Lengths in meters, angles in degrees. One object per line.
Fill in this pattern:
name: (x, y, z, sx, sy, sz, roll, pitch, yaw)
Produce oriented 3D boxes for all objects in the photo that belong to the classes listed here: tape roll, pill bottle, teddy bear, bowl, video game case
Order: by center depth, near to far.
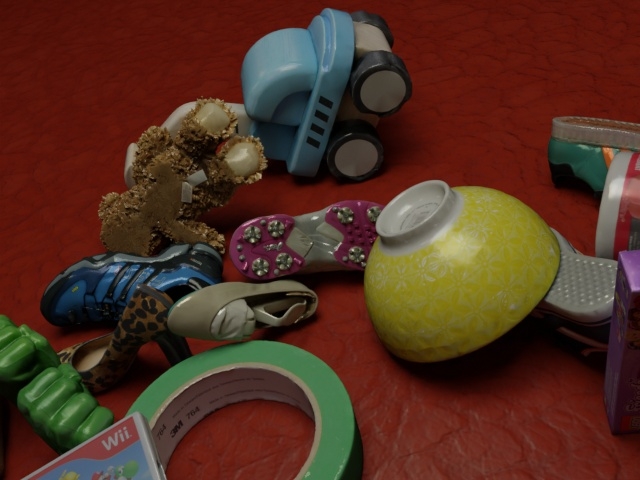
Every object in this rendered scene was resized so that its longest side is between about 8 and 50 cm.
video game case: (-0.255, 0.361, 0.913, 0.204, 0.025, 0.285, -31, 50, -1)
tape roll: (-0.108, 0.274, 1.030, 0.321, 0.077, 0.321, -9, 42, 8)
pill bottle: (0.553, -0.019, 1.085, 0.318, 0.176, 0.176, 10, 46, 26)
bowl: (0.163, 0.012, 1.104, 0.289, 0.156, 0.289, -30, 25, 16)
teddy bear: (-0.237, -0.091, 1.379, 0.245, 0.338, 0.113, 33, 18, 5)

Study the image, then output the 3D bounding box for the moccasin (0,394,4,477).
moccasin: (-0.560, 0.206, 1.186, 0.139, 0.147, 0.380, -19, 41, -5)

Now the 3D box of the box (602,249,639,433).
box: (0.428, 0.113, 0.881, 0.200, 0.293, 0.057, -7, 47, 9)

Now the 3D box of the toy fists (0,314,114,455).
toy fists: (-0.383, 0.202, 1.097, 0.279, 0.142, 0.096, 36, 68, 26)

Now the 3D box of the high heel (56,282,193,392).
high heel: (-0.323, 0.133, 1.166, 0.261, 0.186, 0.093, -5, 41, 11)

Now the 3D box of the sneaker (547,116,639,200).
sneaker: (0.503, -0.115, 1.255, 0.302, 0.121, 0.108, 20, 28, 39)

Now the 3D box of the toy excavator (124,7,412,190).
toy excavator: (-0.111, -0.235, 1.466, 0.445, 0.433, 0.222, 9, 38, -15)

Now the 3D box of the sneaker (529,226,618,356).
sneaker: (0.341, 0.076, 1.095, 0.126, 0.127, 0.321, -45, 18, 1)

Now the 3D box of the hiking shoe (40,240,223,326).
hiking shoe: (-0.302, 0.087, 1.269, 0.304, 0.113, 0.132, -15, 40, 0)

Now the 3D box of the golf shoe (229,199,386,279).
golf shoe: (0.000, 0.000, 1.279, 0.306, 0.115, 0.140, -3, -3, -14)

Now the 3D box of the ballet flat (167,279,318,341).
ballet flat: (-0.100, 0.103, 1.149, 0.248, 0.086, 0.086, -10, 29, -45)
